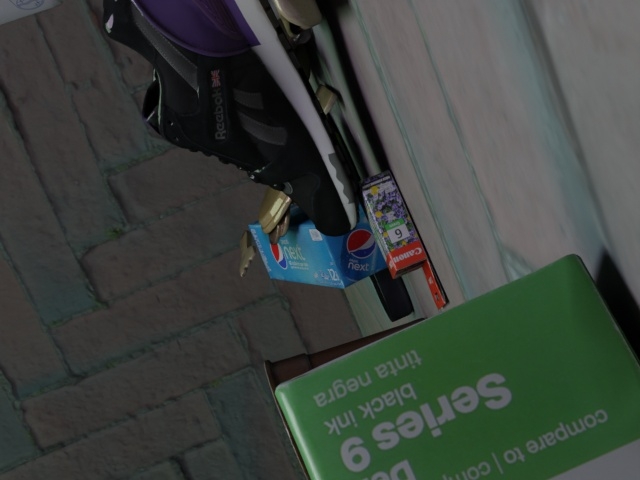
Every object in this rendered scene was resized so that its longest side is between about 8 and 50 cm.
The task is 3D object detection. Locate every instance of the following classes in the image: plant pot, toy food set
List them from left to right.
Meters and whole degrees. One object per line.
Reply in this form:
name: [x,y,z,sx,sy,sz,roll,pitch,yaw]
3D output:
toy food set: [-0.021,-0.057,1.029,0.038,0.192,0.132,26,-169,-11]
plant pot: [0.052,0.164,1.025,0.167,0.165,0.167,158,90,-89]

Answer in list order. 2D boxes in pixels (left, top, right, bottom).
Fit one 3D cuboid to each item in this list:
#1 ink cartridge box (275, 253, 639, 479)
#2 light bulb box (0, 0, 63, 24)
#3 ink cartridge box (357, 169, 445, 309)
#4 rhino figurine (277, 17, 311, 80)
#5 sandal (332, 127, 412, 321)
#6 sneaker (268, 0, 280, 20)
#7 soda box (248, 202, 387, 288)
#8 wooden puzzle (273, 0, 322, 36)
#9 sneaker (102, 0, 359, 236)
ink cartridge box: [0.104,0.182,0.386,0.211,0.122,0.289,70,176,-65]
light bulb box: [-0.421,-0.398,0.896,0.361,0.225,0.358,49,-154,-71]
ink cartridge box: [0.064,0.005,0.847,0.063,0.029,0.115,79,169,-81]
rhino figurine: [-0.046,-0.165,1.043,0.243,0.073,0.106,-159,83,-86]
sandal: [0.026,-0.028,1.149,0.097,0.054,0.254,79,168,-81]
sneaker: [-0.098,-0.253,1.020,0.232,0.115,0.090,78,169,-81]
soda box: [0.000,0.000,1.069,0.210,0.071,0.067,4,117,68]
wooden puzzle: [-0.047,-0.258,0.763,0.238,0.044,0.221,-97,-16,-79]
sneaker: [-0.068,-0.104,0.815,0.283,0.124,0.107,61,-175,-34]
